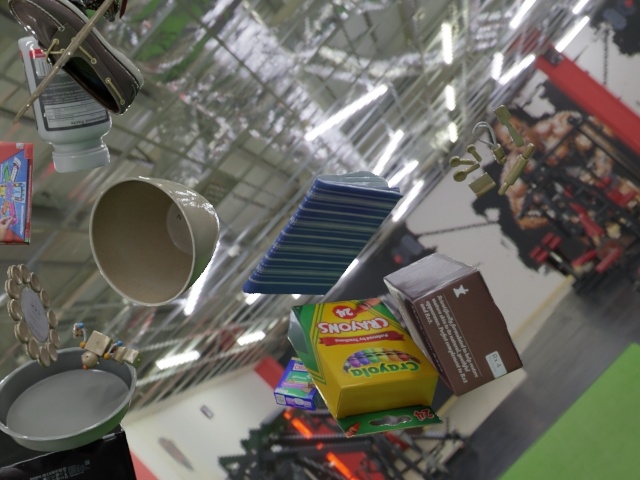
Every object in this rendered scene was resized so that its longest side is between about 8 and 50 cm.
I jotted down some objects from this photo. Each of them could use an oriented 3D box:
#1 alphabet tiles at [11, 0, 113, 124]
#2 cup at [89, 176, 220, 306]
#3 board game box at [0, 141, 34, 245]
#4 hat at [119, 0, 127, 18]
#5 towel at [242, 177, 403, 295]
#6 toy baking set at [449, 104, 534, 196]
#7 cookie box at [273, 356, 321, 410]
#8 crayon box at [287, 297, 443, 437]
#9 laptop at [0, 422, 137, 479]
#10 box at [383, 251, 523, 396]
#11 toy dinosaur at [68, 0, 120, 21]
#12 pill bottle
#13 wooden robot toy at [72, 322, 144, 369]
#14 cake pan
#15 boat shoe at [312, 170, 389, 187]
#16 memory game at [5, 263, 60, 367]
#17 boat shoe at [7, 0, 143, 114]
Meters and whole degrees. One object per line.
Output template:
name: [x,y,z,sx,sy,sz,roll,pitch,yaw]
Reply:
alphabet tiles: [-0.361,-0.279,1.160,0.237,0.009,0.198,-21,38,52]
cup: [-0.395,-0.018,2.086,0.331,0.331,0.237,-52,-13,28]
board game box: [-0.806,-0.123,2.022,0.145,0.281,0.027,1,-23,-17]
hat: [-0.513,-0.740,2.070,0.183,0.208,0.173,-33,-11,-7]
towel: [0.000,0.000,1.686,0.243,0.040,0.336,3,-45,-40]
toy baking set: [0.444,-0.215,2.041,0.256,0.196,0.030,-58,27,32]
cookie box: [-0.037,0.306,1.709,0.107,0.092,0.040,-60,-32,-47]
crayon box: [0.084,0.231,1.520,0.202,0.318,0.081,-4,-60,-23]
laptop: [-0.686,0.598,2.050,0.382,0.408,0.236,-14,-8,-20]
box: [0.241,0.146,1.531,0.143,0.191,0.381,-26,4,-3]
toy dinosaur: [-0.644,-0.630,1.963,0.164,0.322,0.218,-38,42,50]
pill bottle: [-0.597,-0.331,1.902,0.176,0.176,0.318,-34,-57,-55]
wooden robot toy: [-0.453,0.236,1.641,0.076,0.173,0.079,90,-155,-65]
cake pan: [-0.526,0.329,1.659,0.293,0.293,0.054,-38,-45,-46]
boat shoe: [0.093,-0.150,2.247,0.076,0.226,0.083,43,-120,-61]
memory game: [-0.490,0.128,1.362,0.012,0.186,0.186,-18,-10,0]
boat shoe: [-0.511,-0.391,1.651,0.116,0.324,0.097,-11,49,40]
